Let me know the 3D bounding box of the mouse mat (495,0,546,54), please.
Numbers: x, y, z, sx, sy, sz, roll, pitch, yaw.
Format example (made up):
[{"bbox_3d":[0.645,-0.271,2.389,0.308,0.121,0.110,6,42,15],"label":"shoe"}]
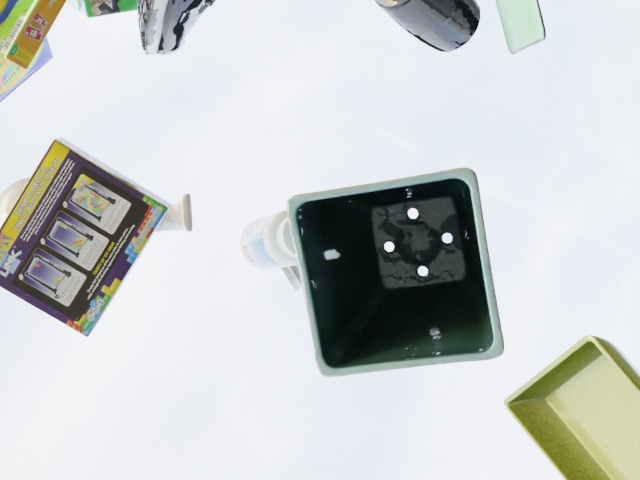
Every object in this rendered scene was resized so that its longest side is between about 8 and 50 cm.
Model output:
[{"bbox_3d":[0.246,-0.320,1.184,0.007,0.189,0.152,-16,-84,-1],"label":"mouse mat"}]

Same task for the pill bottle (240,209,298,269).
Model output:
[{"bbox_3d":[-0.059,-0.001,1.438,0.087,0.160,0.087,2,-95,-25],"label":"pill bottle"}]

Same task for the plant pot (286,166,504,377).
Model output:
[{"bbox_3d":[0.122,0.025,1.295,0.252,0.248,0.247,-35,-64,-73],"label":"plant pot"}]

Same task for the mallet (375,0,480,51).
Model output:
[{"bbox_3d":[0.116,-0.168,0.478,0.062,0.190,0.039,34,-153,-53],"label":"mallet"}]

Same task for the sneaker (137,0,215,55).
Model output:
[{"bbox_3d":[-0.069,-0.237,0.708,0.124,0.283,0.107,2,-119,-18],"label":"sneaker"}]

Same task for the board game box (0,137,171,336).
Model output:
[{"bbox_3d":[-0.266,-0.003,1.005,0.141,0.170,0.048,33,-174,-7],"label":"board game box"}]

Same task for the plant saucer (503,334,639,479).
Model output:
[{"bbox_3d":[0.306,0.199,0.964,0.045,0.188,0.188,-29,-107,-32],"label":"plant saucer"}]

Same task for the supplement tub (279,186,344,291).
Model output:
[{"bbox_3d":[0.000,0.000,1.854,0.200,0.144,0.144,-33,-101,-5],"label":"supplement tub"}]

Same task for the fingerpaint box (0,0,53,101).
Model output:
[{"bbox_3d":[-0.722,-0.293,1.457,0.371,0.163,0.445,36,-113,14],"label":"fingerpaint box"}]

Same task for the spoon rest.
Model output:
[{"bbox_3d":[-0.322,-0.027,1.314,0.277,0.084,0.137,-2,-95,-8],"label":"spoon rest"}]

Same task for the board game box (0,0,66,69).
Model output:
[{"bbox_3d":[-0.314,-0.330,1.116,0.039,0.259,0.124,27,-178,-31],"label":"board game box"}]

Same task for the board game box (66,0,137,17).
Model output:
[{"bbox_3d":[-0.260,-0.376,1.332,0.214,0.046,0.317,-14,-156,-19],"label":"board game box"}]
